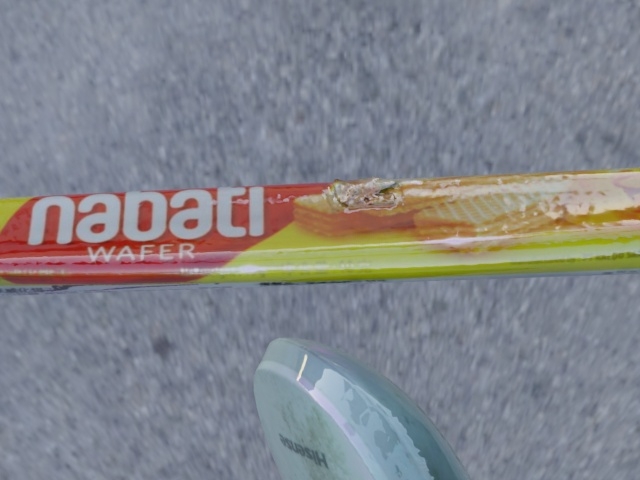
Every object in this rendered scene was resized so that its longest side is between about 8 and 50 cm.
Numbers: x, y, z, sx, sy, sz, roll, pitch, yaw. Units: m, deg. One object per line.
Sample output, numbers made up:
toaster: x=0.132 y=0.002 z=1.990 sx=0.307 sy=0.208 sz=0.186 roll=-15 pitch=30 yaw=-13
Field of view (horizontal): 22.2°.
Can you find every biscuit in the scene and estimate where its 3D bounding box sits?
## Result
biscuit: x=0.000 y=0.000 z=0.460 sx=0.292 sy=0.026 sz=0.048 roll=-3 pitch=42 yaw=0

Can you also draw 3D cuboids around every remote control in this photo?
remote control: x=0.044 y=0.139 z=0.526 sx=0.045 sy=0.097 sz=0.256 roll=-29 pitch=110 yaw=-21
